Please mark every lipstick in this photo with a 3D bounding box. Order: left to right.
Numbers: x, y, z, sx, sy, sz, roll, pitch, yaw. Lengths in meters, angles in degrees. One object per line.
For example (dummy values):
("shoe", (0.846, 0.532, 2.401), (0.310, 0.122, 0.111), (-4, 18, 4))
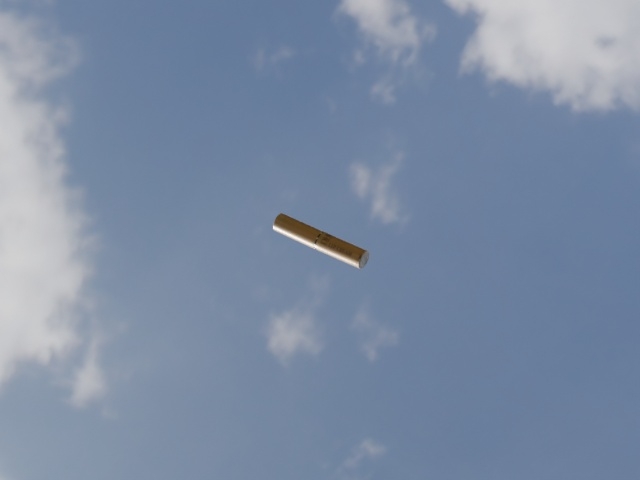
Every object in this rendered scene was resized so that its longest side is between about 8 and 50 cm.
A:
("lipstick", (0.000, 0.000, 1.332), (0.094, 0.019, 0.019), (23, -118, 25))
